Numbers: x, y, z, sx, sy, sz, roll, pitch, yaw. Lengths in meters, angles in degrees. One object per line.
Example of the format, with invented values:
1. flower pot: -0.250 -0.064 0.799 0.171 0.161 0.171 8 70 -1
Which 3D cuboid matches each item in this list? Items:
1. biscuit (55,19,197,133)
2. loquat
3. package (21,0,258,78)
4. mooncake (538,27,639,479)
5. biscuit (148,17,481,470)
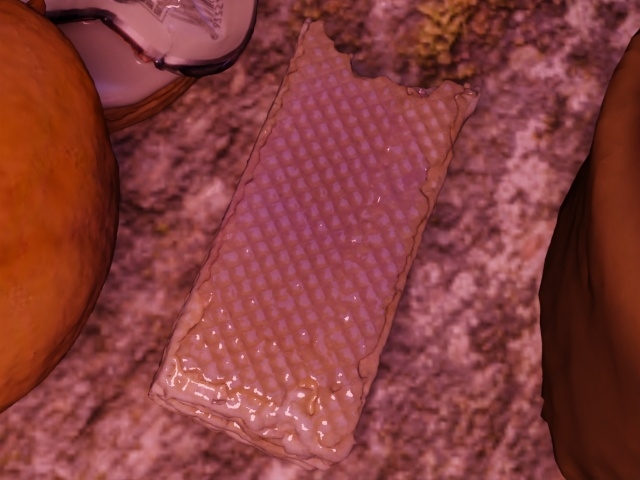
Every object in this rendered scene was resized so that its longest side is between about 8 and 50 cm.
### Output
1. biscuit: -0.144 -0.145 0.950 0.208 0.049 0.181 -30 75 -24
2. loquat: -0.206 -0.015 0.799 0.238 0.193 0.238 3 61 -6
3. package: -0.127 -0.172 0.921 0.232 0.040 0.166 14 58 1
4. mooncake: 0.312 0.030 0.869 0.394 0.246 0.393 -35 72 -27
5. biscuit: 0.000 0.000 0.910 0.108 0.062 0.238 23 65 -3
